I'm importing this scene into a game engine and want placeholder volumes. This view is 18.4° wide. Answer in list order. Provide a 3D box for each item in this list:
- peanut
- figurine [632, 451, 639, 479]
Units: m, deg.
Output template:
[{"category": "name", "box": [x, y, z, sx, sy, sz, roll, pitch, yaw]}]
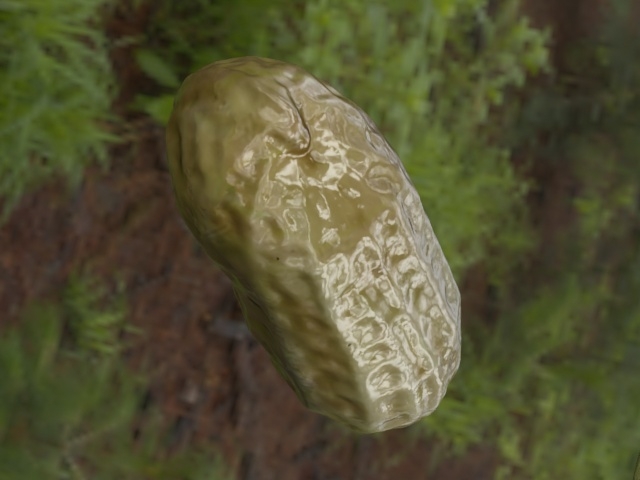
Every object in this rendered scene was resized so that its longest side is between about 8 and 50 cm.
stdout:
[{"category": "peanut", "box": [0.000, 0.000, 0.767, 0.083, 0.093, 0.194, -30, 129, -2]}, {"category": "figurine", "box": [0.182, 0.076, 0.614, 0.262, 0.154, 0.180, -19, 98, -77]}]
